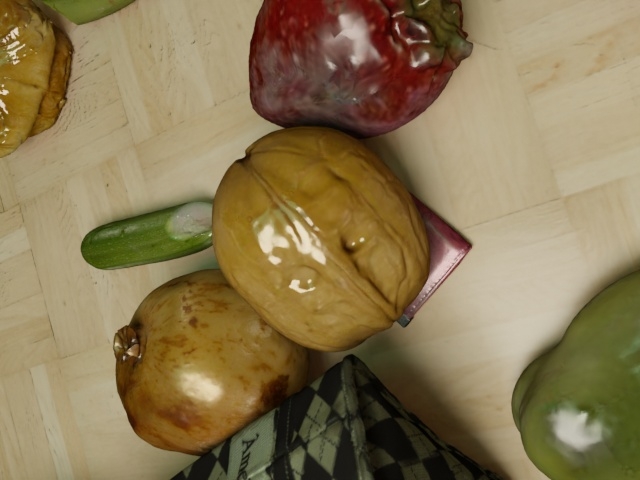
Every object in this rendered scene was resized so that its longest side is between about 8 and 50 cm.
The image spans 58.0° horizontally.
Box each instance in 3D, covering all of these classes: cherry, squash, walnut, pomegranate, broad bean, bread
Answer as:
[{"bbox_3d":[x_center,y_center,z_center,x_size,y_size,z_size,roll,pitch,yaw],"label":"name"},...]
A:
[{"bbox_3d":[0.020,-0.193,0.579,0.249,0.192,0.175,-27,44,33],"label":"cherry"},{"bbox_3d":[-0.260,-0.356,0.755,0.250,0.083,0.083,-19,85,28],"label":"squash"},{"bbox_3d":[0.000,0.000,0.561,0.193,0.193,0.226,-28,105,23],"label":"walnut"},{"bbox_3d":[-0.125,0.138,0.639,0.215,0.215,0.216,1,93,25],"label":"pomegranate"},{"bbox_3d":[-0.223,-0.003,0.759,0.238,0.069,0.069,-10,89,25],"label":"squash"},{"bbox_3d":[0.297,0.128,0.501,0.263,0.121,0.189,-42,80,19],"label":"broad bean"},{"bbox_3d":[-0.467,-0.243,0.829,0.198,0.120,0.236,28,103,19],"label":"bread"}]

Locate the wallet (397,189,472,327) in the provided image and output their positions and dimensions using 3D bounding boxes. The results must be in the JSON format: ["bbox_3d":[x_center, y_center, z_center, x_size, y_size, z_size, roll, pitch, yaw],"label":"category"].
[{"bbox_3d":[0.047,-0.024,0.658,0.232,0.025,0.119,43,108,16],"label":"wallet"}]

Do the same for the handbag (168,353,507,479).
[{"bbox_3d":[-0.018,0.331,0.581,0.416,0.180,0.316,-38,121,20],"label":"handbag"}]
